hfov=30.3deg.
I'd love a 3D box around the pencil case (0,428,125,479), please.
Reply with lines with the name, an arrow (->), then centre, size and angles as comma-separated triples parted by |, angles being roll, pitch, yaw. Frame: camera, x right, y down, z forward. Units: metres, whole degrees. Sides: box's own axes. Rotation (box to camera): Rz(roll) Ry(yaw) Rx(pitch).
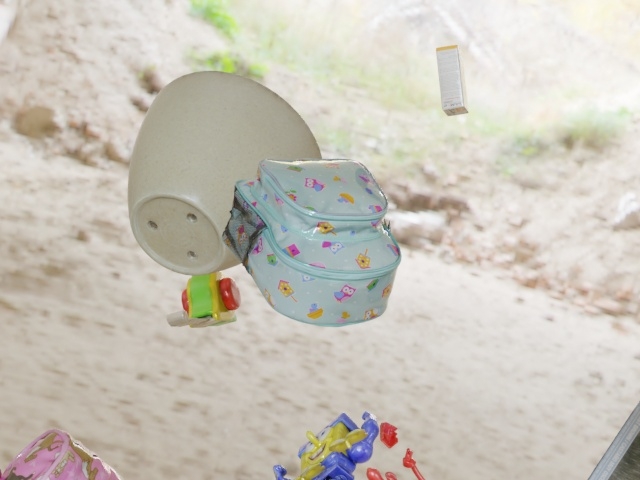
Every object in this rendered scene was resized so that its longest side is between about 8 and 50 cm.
pencil case -> -0.320, 0.450, 1.781 | 0.386, 0.167, 0.160 | 50, -16, -23

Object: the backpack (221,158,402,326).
backpack -> 0.000, 0.000, 1.274 | 0.166, 0.144, 0.188 | -1, 43, -29

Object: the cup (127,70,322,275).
cup -> -0.188, -0.080, 1.952 | 0.331, 0.331, 0.237 | 17, 42, 12

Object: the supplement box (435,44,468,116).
supplement box -> 0.204, -0.247, 1.831 | 0.036, 0.098, 0.062 | -7, -7, 14

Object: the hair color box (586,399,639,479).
hair color box -> 0.485, 0.328, 1.511 | 0.113, 0.185, 0.374 | 35, 5, 41

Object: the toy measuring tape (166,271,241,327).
toy measuring tape -> -0.238, 0.112, 2.330 | 0.121, 0.121, 0.330 | 17, 1, 15

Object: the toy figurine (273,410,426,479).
toy figurine -> 0.017, 0.394, 1.903 | 0.191, 0.362, 0.217 | 42, 19, -14
